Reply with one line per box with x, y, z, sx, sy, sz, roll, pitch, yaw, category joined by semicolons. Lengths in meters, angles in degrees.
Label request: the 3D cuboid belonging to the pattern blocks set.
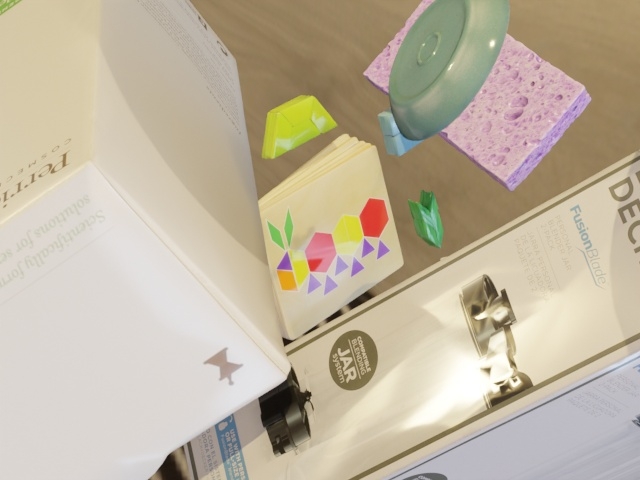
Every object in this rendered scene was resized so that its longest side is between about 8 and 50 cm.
0.000;0.000;1.439;0.026;0.325;0.285;10;115;45;pattern blocks set

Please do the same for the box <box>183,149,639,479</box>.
0.095;0.078;0.730;0.290;0.169;0.087;-30;56;22;box

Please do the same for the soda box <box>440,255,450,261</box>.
0.197;0.122;1.790;0.074;0.069;0.216;-14;70;35;soda box

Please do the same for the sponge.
0.147;-0.149;1.432;0.117;0.031;0.210;-49;56;1;sponge

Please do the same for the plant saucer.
0.079;-0.124;0.996;0.021;0.119;0.119;28;86;-24;plant saucer

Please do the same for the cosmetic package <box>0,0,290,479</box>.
-0.148;-0.025;0.824;0.197;0.365;0.155;-34;118;11;cosmetic package
